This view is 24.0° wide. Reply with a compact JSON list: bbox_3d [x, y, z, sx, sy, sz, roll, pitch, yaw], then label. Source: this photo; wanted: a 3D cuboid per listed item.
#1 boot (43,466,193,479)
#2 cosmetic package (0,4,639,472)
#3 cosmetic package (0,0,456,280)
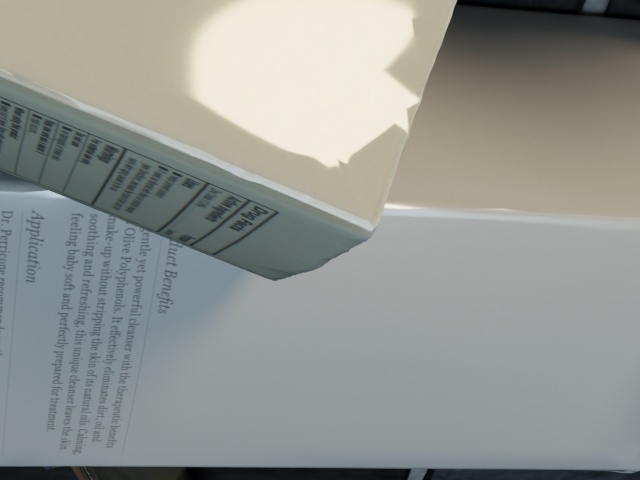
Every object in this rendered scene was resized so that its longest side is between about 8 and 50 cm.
[{"bbox_3d":[-0.089,0.125,0.897,0.106,0.082,0.219,-21,136,16],"label":"boot"},{"bbox_3d":[0.000,0.000,0.715,0.365,0.155,0.197,3,136,-15],"label":"cosmetic package"},{"bbox_3d":[-0.113,-0.103,0.503,0.296,0.129,0.153,23,167,-11],"label":"cosmetic package"}]
